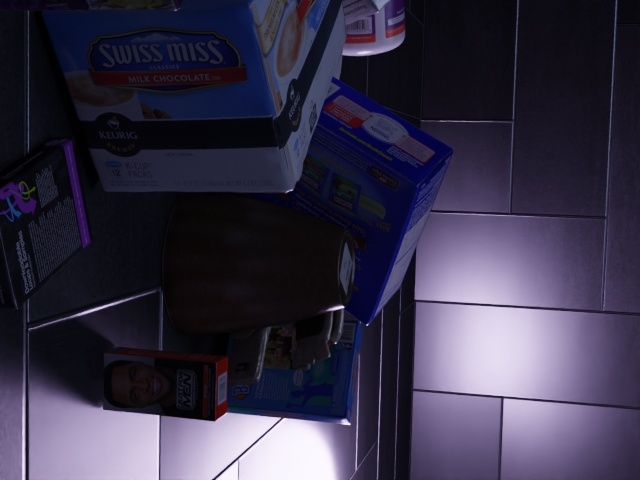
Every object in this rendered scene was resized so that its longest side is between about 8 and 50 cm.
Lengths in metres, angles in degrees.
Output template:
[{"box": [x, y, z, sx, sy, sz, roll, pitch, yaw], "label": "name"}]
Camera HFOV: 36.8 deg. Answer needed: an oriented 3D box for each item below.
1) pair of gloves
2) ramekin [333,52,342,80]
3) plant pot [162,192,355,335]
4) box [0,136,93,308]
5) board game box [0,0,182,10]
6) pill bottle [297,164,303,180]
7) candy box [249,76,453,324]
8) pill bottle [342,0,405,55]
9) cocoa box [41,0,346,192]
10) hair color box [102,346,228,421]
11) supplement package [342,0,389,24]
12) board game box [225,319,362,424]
[{"box": [-0.052, 0.110, 1.472, 0.042, 0.240, 0.204, 22, 58, -40], "label": "pair of gloves"}, {"box": [-0.052, -0.349, 1.583, 0.273, 0.127, 0.273, 3, 90, -76], "label": "ramekin"}, {"box": [-0.073, 0.034, 1.353, 0.215, 0.230, 0.215, 2, 90, -77], "label": "plant pot"}, {"box": [-0.278, -0.021, 0.939, 0.162, 0.029, 0.116, -62, 150, -63], "label": "box"}, {"box": [-0.186, -0.341, 0.879, 0.056, 0.208, 0.347, 69, 26, -51], "label": "board game box"}, {"box": [-0.108, -0.115, 1.327, 0.087, 0.160, 0.087, 3, 90, -76], "label": "pill bottle"}, {"box": [0.029, -0.066, 1.481, 0.122, 0.268, 0.317, -42, 158, -40], "label": "candy box"}, {"box": [0.078, -0.550, 1.954, 0.181, 0.181, 0.323, -62, 152, -60], "label": "pill bottle"}, {"box": [-0.120, -0.246, 1.107, 0.347, 0.231, 0.228, -72, 159, -47], "label": "cocoa box"}, {"box": [-0.181, 0.167, 1.126, 0.043, 0.141, 0.072, -16, 108, -75], "label": "hair color box"}, {"box": [0.011, -0.447, 1.390, 0.244, 0.139, 0.134, 51, 62, -21], "label": "supplement package"}, {"box": [-0.048, 0.201, 1.530, 0.047, 0.210, 0.160, 66, 31, -63], "label": "board game box"}]
